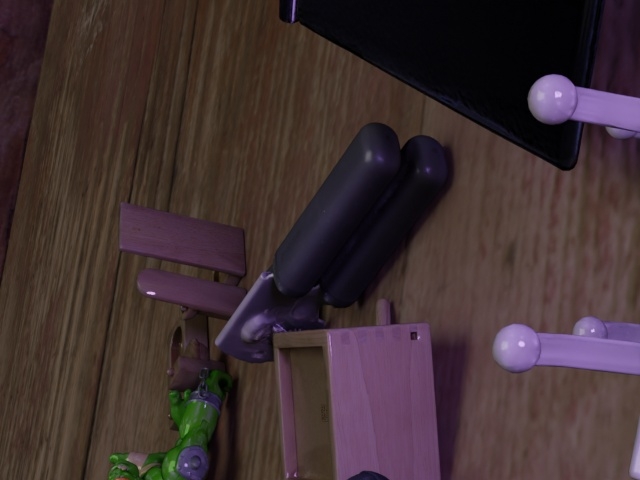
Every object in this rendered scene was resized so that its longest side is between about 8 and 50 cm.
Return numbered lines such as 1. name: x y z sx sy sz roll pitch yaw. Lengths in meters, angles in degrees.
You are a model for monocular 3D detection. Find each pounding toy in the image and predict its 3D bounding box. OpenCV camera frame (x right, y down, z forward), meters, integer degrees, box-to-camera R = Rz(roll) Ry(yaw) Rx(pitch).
1. pounding toy: 0.029 0.103 0.980 0.141 0.100 0.130 166 101 -70

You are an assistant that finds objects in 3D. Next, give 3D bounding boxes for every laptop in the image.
1. laptop: 0.113 -0.308 0.887 0.408 0.236 0.381 -48 -32 -58

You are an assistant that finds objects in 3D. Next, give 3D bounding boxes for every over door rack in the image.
1. over door rack: 0.136 -0.052 0.576 0.324 0.108 0.239 -22 -59 -82

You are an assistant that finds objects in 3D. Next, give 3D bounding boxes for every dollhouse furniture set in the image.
1. dollhouse furniture set: -0.156 0.076 1.399 0.151 0.123 0.144 123 152 -42

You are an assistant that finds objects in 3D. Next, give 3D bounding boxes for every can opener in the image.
1. can opener: 0.000 0.000 1.116 0.283 0.076 0.095 125 149 -43

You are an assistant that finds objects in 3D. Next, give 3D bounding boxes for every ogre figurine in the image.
1. ogre figurine: -0.142 0.216 1.333 0.197 0.097 0.118 -36 21 16

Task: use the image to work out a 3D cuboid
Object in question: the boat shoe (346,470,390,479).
1. boat shoe: -0.010 0.277 0.909 0.091 0.114 0.302 46 113 35
